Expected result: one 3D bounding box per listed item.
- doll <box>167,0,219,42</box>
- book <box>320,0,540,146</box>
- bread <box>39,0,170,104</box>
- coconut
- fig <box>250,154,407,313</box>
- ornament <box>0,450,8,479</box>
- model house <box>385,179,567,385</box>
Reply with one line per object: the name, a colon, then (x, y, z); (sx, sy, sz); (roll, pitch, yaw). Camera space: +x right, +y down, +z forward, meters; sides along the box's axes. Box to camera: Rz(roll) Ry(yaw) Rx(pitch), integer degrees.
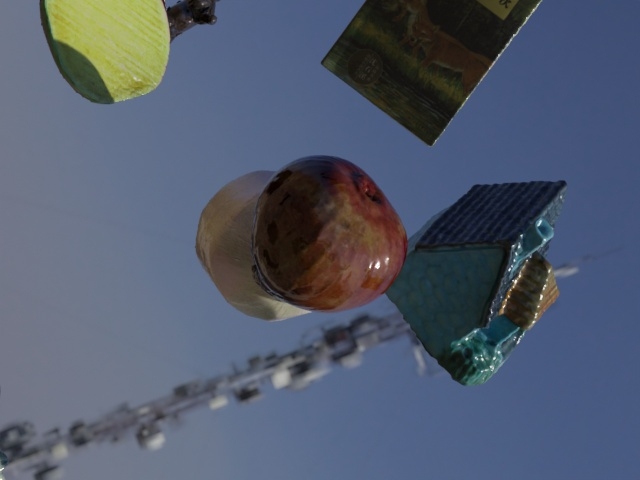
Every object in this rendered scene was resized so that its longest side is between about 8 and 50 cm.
doll: (-0.213, -0.345, 2.084); (0.057, 0.139, 0.165); (62, -6, -16)
book: (0.129, -0.241, 1.509); (0.160, 0.228, 0.024); (38, 9, 4)
bread: (-0.277, -0.281, 1.738); (0.033, 0.228, 0.228); (-4, -70, 34)
coconut: (-0.065, 0.012, 1.981); (0.234, 0.224, 0.224); (19, -52, 62)
fig: (0.000, 0.000, 1.607); (0.205, 0.205, 0.205); (160, -90, -75)
ornament: (-0.451, 0.217, 1.672); (0.285, 0.120, 0.130); (-110, -151, -48)
model house: (0.263, 0.029, 1.880); (0.226, 0.261, 0.241); (49, -53, -1)
